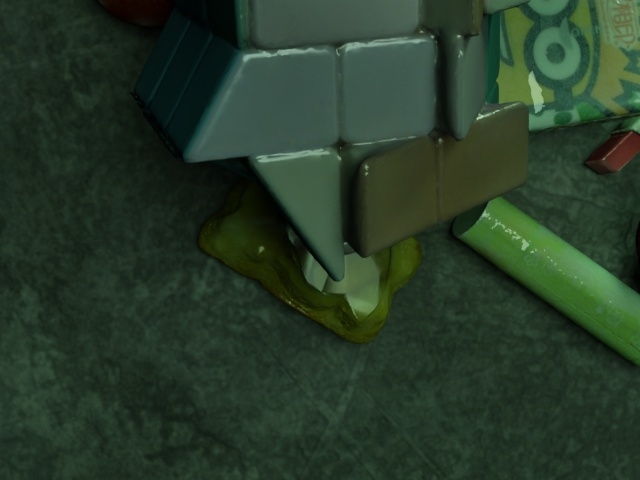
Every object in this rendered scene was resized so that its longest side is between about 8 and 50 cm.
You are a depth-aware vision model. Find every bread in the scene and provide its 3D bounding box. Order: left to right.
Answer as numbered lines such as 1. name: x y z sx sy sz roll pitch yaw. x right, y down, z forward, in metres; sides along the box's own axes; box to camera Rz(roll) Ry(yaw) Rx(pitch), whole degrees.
1. bread: 0.000 0.000 1.453 0.233 0.088 0.161 33 82 -12

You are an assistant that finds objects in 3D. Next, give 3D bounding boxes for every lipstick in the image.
1. lipstick: 0.294 0.049 1.547 0.304 0.076 0.076 35 79 -14
2. lipstick: 0.443 -0.186 1.612 0.312 0.051 0.051 -45 104 -13

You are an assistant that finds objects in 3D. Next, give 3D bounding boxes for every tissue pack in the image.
1. tissue pack: 0.224 -0.233 1.504 0.310 0.128 0.228 -11 91 -17

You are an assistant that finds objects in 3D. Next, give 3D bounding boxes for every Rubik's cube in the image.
1. Rubik's cube: 0.014 -0.174 1.254 0.368 0.387 0.358 -7 112 -16

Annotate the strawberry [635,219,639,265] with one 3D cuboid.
1. strawberry: 0.491 0.014 1.544 0.220 0.274 0.274 -31 100 25

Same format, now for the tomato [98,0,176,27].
1. tomato: -0.168 -0.303 1.377 0.167 0.167 0.167 0 88 -17
